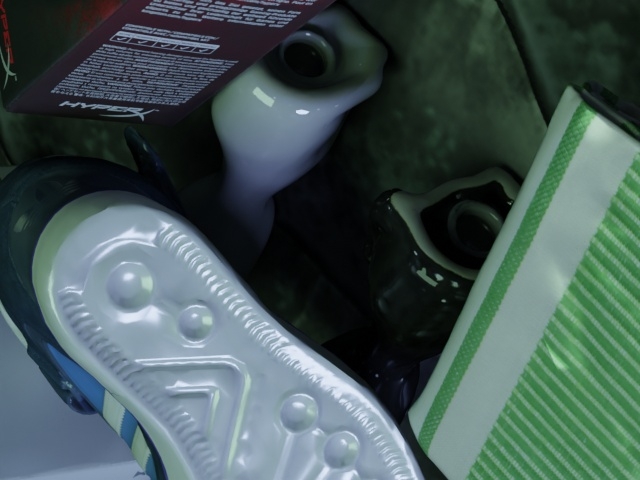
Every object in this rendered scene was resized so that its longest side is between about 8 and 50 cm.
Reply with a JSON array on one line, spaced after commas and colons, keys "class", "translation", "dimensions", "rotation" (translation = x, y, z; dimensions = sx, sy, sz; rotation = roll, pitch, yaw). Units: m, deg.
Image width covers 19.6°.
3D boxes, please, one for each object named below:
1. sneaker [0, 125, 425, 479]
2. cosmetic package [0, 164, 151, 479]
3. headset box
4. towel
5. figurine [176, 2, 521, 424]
[{"class": "sneaker", "translation": [-0.072, 0.083, 1.071], "dimensions": [0.323, 0.130, 0.236], "rotation": [53, 170, -19]}, {"class": "cosmetic package", "translation": [-0.231, 0.103, 1.232], "dimensions": [0.224, 0.138, 0.225], "rotation": [-50, 55, 47]}, {"class": "headset box", "translation": [-0.058, -0.213, 0.902], "dimensions": [0.293, 0.110, 0.218], "rotation": [-30, 65, 48]}, {"class": "towel", "translation": [0.198, 0.107, 0.844], "dimensions": [0.325, 0.038, 0.248], "rotation": [38, 126, 22]}, {"class": "figurine", "translation": [0.000, 0.000, 1.049], "dimensions": [0.215, 0.092, 0.209], "rotation": [47, 141, 14]}]
